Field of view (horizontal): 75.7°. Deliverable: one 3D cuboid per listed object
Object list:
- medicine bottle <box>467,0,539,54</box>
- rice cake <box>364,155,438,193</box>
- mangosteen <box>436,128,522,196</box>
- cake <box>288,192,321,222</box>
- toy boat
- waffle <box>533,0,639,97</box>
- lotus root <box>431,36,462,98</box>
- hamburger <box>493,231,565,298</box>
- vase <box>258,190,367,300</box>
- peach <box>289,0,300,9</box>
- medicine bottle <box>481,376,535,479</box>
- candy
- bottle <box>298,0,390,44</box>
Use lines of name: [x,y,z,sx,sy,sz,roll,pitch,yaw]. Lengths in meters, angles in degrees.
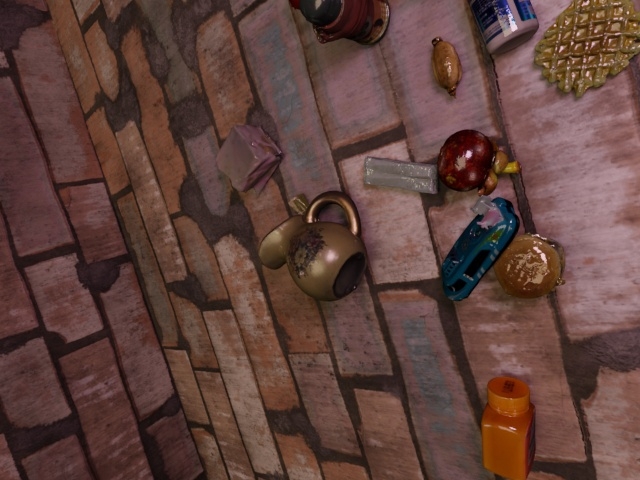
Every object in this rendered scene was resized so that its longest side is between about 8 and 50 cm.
medicine bottle: [0.378,-0.510,0.876,0.107,0.107,0.191,-22,90,41]
rice cake: [0.222,-0.183,1.151,0.226,0.040,0.084,15,113,35]
mangosteen: [0.370,-0.183,0.989,0.146,0.182,0.155,-148,67,-77]
cake: [-0.042,-0.098,1.401,0.140,0.055,0.051,47,128,-5]
toy boat: [0.360,0.026,1.018,0.092,0.134,0.298,14,129,-10]
waffle: [0.540,-0.396,0.832,0.169,0.036,0.183,49,129,13]
lotus root: [0.307,-0.416,0.993,0.072,0.063,0.151,-164,55,-76]
hamburger: [0.475,0.056,0.969,0.185,0.131,0.159,13,109,39]
vase: [0.000,0.000,1.282,0.302,0.241,0.329,30,99,33]
peach: [-0.013,-0.719,1.071,0.226,0.196,0.189,-35,48,38]
medicine bottle: [0.494,0.483,1.078,0.112,0.149,0.222,3,106,37]
candy: [-0.247,-0.284,1.430,0.184,0.137,0.195,53,127,13]
bottle: [0.051,-0.562,1.012,0.143,0.271,0.156,29,121,29]
